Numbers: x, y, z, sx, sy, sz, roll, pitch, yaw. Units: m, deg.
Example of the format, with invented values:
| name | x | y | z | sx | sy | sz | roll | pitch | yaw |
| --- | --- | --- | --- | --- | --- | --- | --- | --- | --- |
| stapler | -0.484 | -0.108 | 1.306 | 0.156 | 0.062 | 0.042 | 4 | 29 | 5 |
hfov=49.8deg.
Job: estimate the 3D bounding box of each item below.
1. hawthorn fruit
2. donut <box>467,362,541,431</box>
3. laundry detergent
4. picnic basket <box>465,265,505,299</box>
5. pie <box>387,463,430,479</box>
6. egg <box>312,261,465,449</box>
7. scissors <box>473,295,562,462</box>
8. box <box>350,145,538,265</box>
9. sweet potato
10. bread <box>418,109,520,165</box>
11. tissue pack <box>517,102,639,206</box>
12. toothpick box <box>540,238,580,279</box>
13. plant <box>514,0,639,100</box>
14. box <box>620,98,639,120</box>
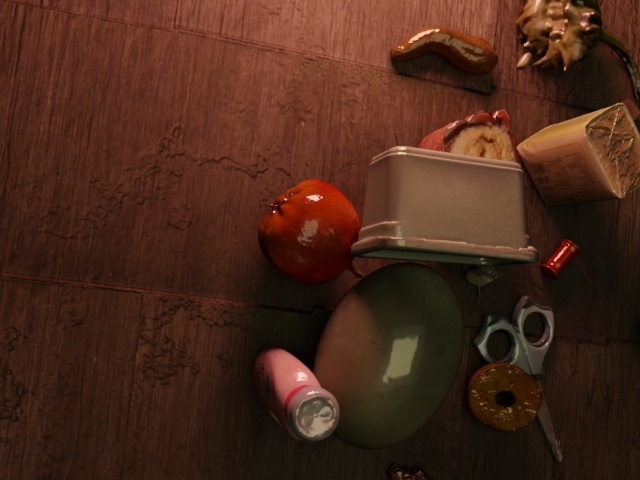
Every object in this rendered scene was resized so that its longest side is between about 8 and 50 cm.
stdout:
| name | x | y | z | sx | sy | sz | roll | pitch | yaw |
| --- | --- | --- | --- | --- | --- | --- | --- | --- | --- |
| hawthorn fruit | 0.000 | 0.000 | 1.280 | 0.225 | 0.196 | 0.197 | 41 | 79 | -21 |
| donut | 0.370 | 0.313 | 1.404 | 0.151 | 0.058 | 0.152 | 0 | 102 | 1 |
| laundry detergent | -0.046 | 0.268 | 1.175 | 0.087 | 0.335 | 0.159 | -20 | 93 | -14 |
| picnic basket | 0.340 | 0.077 | 1.423 | 0.083 | 0.065 | 0.083 | 3 | 65 | -23 |
| pie | 0.190 | 0.521 | 1.380 | 0.092 | 0.034 | 0.170 | -19 | 92 | -10 |
| egg | 0.125 | 0.208 | 1.263 | 0.258 | 0.258 | 0.352 | 33 | 78 | -11 |
| scissors | 0.449 | 0.303 | 1.455 | 0.191 | 0.029 | 0.361 | -21 | 93 | -15 |
| box | 0.221 | -0.055 | 1.220 | 0.311 | 0.175 | 0.183 | 6 | 83 | -19 |
| sweet potato | 0.260 | -0.396 | 1.421 | 0.232 | 0.062 | 0.081 | 7 | 88 | -11 |
| bread | 0.297 | -0.126 | 1.386 | 0.190 | 0.123 | 0.245 | -9 | 90 | -12 |
| tissue pack | 0.527 | -0.164 | 1.387 | 0.125 | 0.234 | 0.159 | -30 | 96 | -15 |
| toothpick box | 0.510 | 0.042 | 1.471 | 0.083 | 0.047 | 0.047 | -45 | 98 | -10 |
| plant | 0.558 | -0.441 | 1.497 | 0.333 | 0.180 | 0.251 | 11 | 76 | -46 |
| box | 0.658 | -0.260 | 1.530 | 0.115 | 0.025 | 0.048 | -46 | 104 | -11 |
